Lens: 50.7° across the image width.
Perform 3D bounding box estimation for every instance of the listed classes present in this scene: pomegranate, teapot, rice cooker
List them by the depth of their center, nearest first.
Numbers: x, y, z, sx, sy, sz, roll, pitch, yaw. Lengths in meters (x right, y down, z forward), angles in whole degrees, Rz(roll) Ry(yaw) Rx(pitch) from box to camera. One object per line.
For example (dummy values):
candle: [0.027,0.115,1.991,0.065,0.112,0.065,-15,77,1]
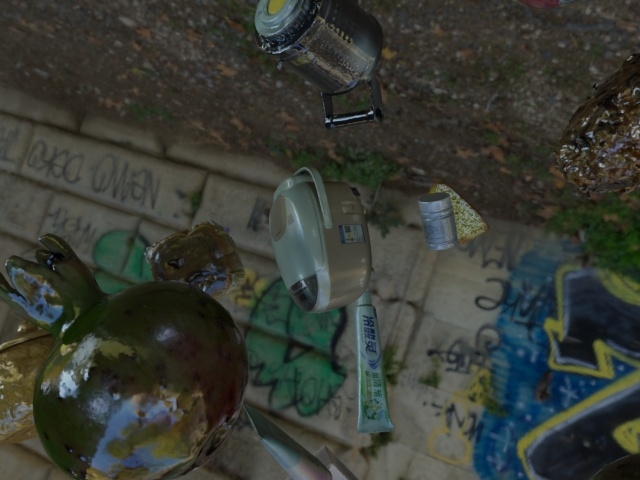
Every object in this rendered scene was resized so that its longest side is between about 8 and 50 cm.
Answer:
pomegranate: [-0.235,0.145,0.755,0.306,0.242,0.242,21,176,0]
rice cooker: [0.000,0.000,0.966,0.127,0.206,0.145,-1,164,-23]
teapot: [-0.433,0.202,1.011,0.311,0.167,0.203,-19,167,-15]

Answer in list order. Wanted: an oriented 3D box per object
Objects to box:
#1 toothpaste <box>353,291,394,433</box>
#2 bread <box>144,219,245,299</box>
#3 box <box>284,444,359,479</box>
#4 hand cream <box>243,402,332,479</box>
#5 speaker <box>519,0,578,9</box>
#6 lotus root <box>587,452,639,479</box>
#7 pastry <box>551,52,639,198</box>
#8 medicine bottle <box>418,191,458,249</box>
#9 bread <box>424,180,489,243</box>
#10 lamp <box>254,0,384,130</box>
toothpaste: [0.102,0.251,1.413,0.074,0.297,0.048,-2,156,-4]
bread: [-0.311,0.065,1.664,0.209,0.192,0.110,-21,177,8]
box: [0.021,0.657,1.623,0.252,0.203,0.106,49,180,-17]
hand cream: [-0.070,0.447,1.441,0.312,0.070,0.111,57,175,-40]
speaker: [0.402,-0.524,1.085,0.294,0.294,0.294,18,176,1]
lotus root: [0.509,0.420,1.036,0.149,0.260,0.267,53,166,4]
pastry: [0.484,-0.157,1.013,0.193,0.275,0.275,36,176,0]
medicine bottle: [0.210,-0.034,1.201,0.058,0.091,0.058,-12,-163,4]
bread: [0.338,-0.065,1.712,0.187,0.103,0.065,47,-174,-1]
lamp: [-0.010,-0.442,1.466,0.205,0.374,0.272,0,-177,44]
